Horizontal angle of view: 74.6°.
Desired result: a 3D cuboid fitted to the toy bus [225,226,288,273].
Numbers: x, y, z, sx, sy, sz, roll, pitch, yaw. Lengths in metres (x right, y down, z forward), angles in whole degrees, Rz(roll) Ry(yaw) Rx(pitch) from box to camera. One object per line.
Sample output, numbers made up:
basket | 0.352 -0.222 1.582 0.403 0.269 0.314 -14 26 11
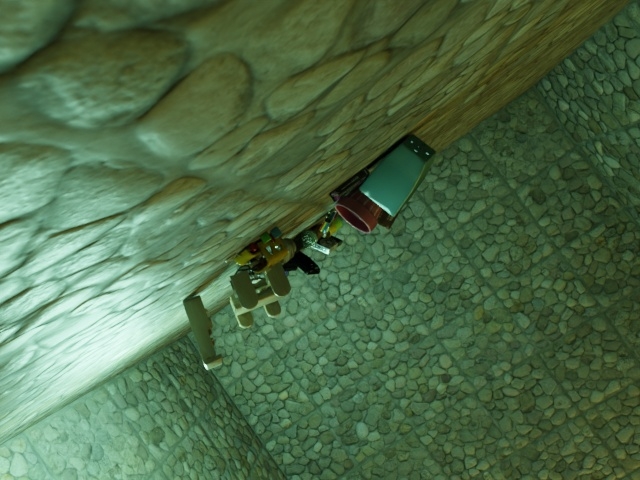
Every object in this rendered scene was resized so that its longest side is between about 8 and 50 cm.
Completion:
toy bus | -0.200 0.059 1.419 0.202 0.104 0.191 -36 178 -9

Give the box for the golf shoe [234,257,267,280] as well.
golf shoe | -0.282 0.136 1.769 0.198 0.094 0.077 -41 138 -40

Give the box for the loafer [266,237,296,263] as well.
loafer | -0.154 0.033 1.689 0.111 0.112 0.319 -48 -177 -15

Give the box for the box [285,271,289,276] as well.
box | -0.273 0.196 2.311 0.043 0.180 0.105 80 19 -61

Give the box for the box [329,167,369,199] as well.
box | 0.106 -0.200 1.523 0.162 0.029 0.116 -34 178 4

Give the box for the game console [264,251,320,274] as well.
game console | -0.163 0.107 2.182 0.362 0.213 0.043 2 122 -56

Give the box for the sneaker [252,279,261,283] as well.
sneaker | -0.308 0.200 2.212 0.283 0.122 0.110 -33 -165 -22

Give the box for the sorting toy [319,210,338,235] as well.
sorting toy | 0.037 -0.087 2.099 0.132 0.046 0.274 -61 179 -5

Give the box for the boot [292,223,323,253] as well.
boot | -0.038 -0.033 2.242 0.236 0.089 0.270 -24 -174 40

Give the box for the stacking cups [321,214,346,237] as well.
stacking cups | 0.117 -0.123 2.572 0.316 0.096 0.096 -37 179 -42

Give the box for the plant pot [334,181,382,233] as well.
plant pot | 0.193 -0.160 1.842 0.180 0.201 0.201 -51 180 -9

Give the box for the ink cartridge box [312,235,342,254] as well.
ink cartridge box | 0.000 0.000 2.506 0.206 0.209 0.045 -33 142 -61

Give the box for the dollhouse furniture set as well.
dollhouse furniture set | -0.303 0.303 1.660 0.395 0.256 0.362 -19 163 -19

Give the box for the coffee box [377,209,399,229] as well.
coffee box | 0.266 -0.158 2.008 0.141 0.098 0.246 -60 -152 5

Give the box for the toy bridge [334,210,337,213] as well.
toy bridge | 0.097 -0.156 2.319 0.063 0.026 0.188 -33 176 -29

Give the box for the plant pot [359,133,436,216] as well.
plant pot | 0.286 -0.243 1.488 0.166 0.166 0.234 -44 171 -43
